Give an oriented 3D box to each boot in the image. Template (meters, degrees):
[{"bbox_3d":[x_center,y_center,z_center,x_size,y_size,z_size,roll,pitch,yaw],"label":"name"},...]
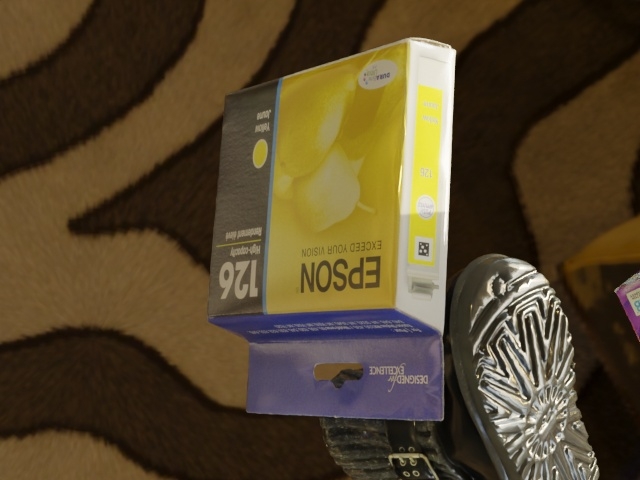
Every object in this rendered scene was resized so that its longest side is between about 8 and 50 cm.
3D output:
[{"bbox_3d":[0.110,0.145,1.471,0.131,0.260,0.348,-43,130,-34],"label":"boot"}]

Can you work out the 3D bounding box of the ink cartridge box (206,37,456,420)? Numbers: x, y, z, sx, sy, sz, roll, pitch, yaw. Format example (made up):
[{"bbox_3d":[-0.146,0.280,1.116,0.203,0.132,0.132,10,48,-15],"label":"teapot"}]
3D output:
[{"bbox_3d":[0.000,0.000,1.337,0.072,0.303,0.307,11,79,-34],"label":"ink cartridge box"}]

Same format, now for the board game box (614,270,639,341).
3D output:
[{"bbox_3d":[0.372,0.128,1.235,0.142,0.144,0.275,-27,85,20],"label":"board game box"}]
